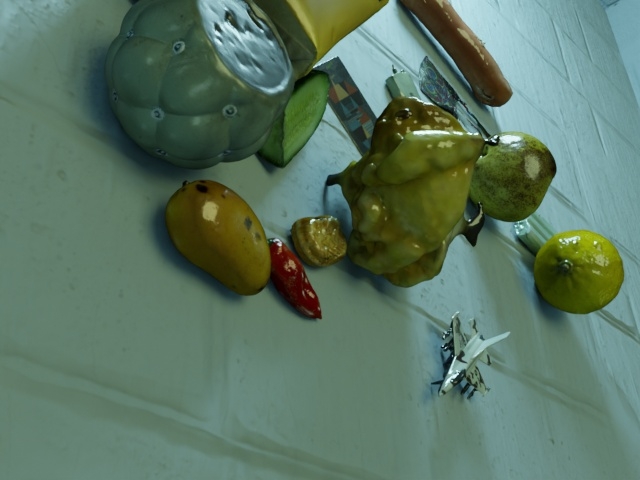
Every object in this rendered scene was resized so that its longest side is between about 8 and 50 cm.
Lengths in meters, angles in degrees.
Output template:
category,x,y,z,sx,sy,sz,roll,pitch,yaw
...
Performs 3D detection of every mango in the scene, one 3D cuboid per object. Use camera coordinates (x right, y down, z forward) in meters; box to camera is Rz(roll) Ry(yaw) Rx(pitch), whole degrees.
category,x,y,z,sx,sy,sz,roll,pitch,yaw
mango,-0.127,-0.007,1.115,0.178,0.090,0.115,40,48,-34

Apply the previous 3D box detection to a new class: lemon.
category,x,y,z,sx,sy,sz,roll,pitch,yaw
lemon,0.579,0.071,1.915,0.231,0.192,0.192,4,62,-56

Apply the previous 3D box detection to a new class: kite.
category,x,y,z,sx,sy,sz,roll,pitch,yaw
kite,0.328,-0.314,2.029,0.285,0.015,0.152,43,37,-25

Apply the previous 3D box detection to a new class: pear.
category,x,y,z,sx,sy,sz,roll,pitch,yaw
pear,0.404,-0.142,1.850,0.197,0.197,0.197,33,42,-36

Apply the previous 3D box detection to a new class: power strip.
category,x,y,z,sx,sy,sz,roll,pitch,yaw
power strip,0.199,-0.272,1.811,0.080,0.029,0.227,-19,82,-55

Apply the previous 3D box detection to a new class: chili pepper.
category,x,y,z,sx,sy,sz,roll,pitch,yaw
chili pepper,-0.047,0.047,1.216,0.191,0.050,0.059,53,16,-26

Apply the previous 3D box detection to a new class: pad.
category,x,y,z,sx,sy,sz,roll,pitch,yaw
pad,0.063,-0.252,1.635,0.211,0.003,0.143,56,33,-6

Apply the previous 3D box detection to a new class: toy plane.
category,x,y,z,sx,sy,sz,roll,pitch,yaw
toy plane,0.240,0.212,1.469,0.234,0.082,0.160,-30,101,-43

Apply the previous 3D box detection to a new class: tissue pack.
category,x,y,z,sx,sy,sz,roll,pitch,yaw
tissue pack,-0.082,-0.412,1.356,0.293,0.228,0.382,55,34,-12

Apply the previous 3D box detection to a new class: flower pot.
category,x,y,z,sx,sy,sz,roll,pitch,yaw
flower pot,-0.161,-0.214,1.128,0.246,0.195,0.246,32,43,-35

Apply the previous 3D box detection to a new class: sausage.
category,x,y,z,sx,sy,sz,roll,pitch,yaw
sausage,0.338,-0.489,2.104,0.419,0.094,0.094,47,57,-21

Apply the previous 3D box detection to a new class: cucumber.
category,x,y,z,sx,sy,sz,roll,pitch,yaw
cucumber,-0.044,-0.216,1.402,0.244,0.063,0.115,-51,146,-58

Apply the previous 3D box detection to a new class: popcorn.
category,x,y,z,sx,sy,sz,roll,pitch,yaw
popcorn,0.144,-0.086,1.412,0.297,0.281,0.316,-60,155,-59

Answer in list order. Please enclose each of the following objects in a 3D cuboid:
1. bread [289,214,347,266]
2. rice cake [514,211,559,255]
category,x,y,z,sx,sy,sz,roll,pitch,yaw
bread,0.000,0.000,1.322,0.110,0.044,0.083,-11,76,-58
rice cake,0.542,0.001,2.053,0.237,0.043,0.127,39,39,-31
